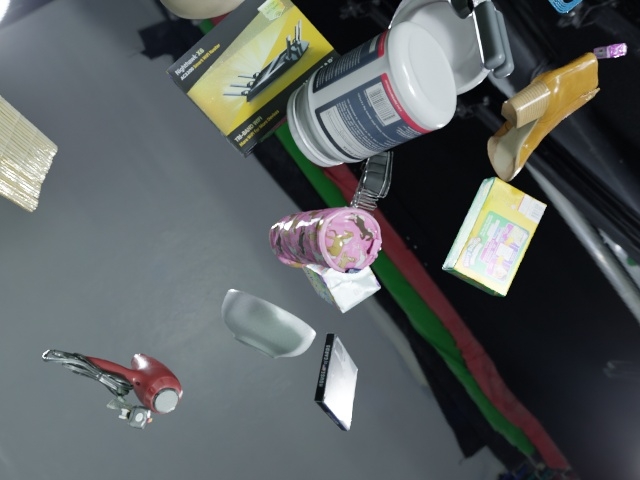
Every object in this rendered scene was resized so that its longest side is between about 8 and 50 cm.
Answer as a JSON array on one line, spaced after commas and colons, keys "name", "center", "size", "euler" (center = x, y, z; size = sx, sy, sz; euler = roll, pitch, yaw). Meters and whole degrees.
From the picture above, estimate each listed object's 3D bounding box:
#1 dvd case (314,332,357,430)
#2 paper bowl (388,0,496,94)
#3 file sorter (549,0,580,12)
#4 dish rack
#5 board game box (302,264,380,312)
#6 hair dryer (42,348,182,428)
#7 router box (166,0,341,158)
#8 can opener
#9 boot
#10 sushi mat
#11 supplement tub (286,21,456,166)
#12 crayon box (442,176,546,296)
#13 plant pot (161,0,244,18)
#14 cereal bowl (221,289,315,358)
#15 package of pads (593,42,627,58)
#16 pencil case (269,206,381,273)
[{"name": "dvd case", "center": [0.046, 0.373, 1.429], "size": [0.029, 0.179, 0.239], "euler": [-1, -35, 19]}, {"name": "paper bowl", "center": [0.323, -0.535, 1.438], "size": [0.284, 0.148, 0.284], "euler": [11, -43, 11]}, {"name": "file sorter", "center": [0.572, -0.600, 1.246], "size": [0.104, 0.170, 0.118], "euler": [49, -52, -5]}, {"name": "dish rack", "center": [0.118, -0.103, 1.505], "size": [0.074, 0.208, 0.272], "euler": [19, -55, -2]}, {"name": "board game box", "center": [0.054, 0.107, 1.751], "size": [0.142, 0.144, 0.275], "euler": [60, -11, -13]}, {"name": "hair dryer", "center": [-0.360, 0.245, 1.027], "size": [0.223, 0.080, 0.293], "euler": [36, -8, 5]}, {"name": "router box", "center": [-0.140, -0.375, 1.212], "size": [0.243, 0.309, 0.081], "euler": [46, -3, -4]}, {"name": "can opener", "center": [0.340, -0.454, 1.149], "size": [0.074, 0.280, 0.093], "euler": [20, -38, -39]}, {"name": "boot", "center": [0.484, -0.255, 1.182], "size": [0.104, 0.211, 0.295], "euler": [60, -5, 26]}, {"name": "sushi mat", "center": [-0.568, -0.164, 0.986], "size": [0.019, 0.151, 0.316], "euler": [11, -13, 1]}, {"name": "supplement tub", "center": [0.090, -0.256, 1.008], "size": [0.272, 0.191, 0.191], "euler": [-17, -67, 40]}, {"name": "crayon box", "center": [0.468, -0.009, 1.477], "size": [0.165, 0.278, 0.081], "euler": [27, -5, -7]}, {"name": "plant pot", "center": [-0.340, -0.715, 1.477], "size": [0.191, 0.284, 0.284], "euler": [-30, -81, 37]}, {"name": "cereal bowl", "center": [-0.196, 0.306, 1.876], "size": [0.339, 0.141, 0.339], "euler": [25, -17, 8]}, {"name": "package of pads", "center": [0.759, -0.497, 1.437], "size": [0.083, 0.050, 0.032], "euler": [-80, 160, -74]}, {"name": "pencil case", "center": [0.000, 0.000, 1.402], "size": [0.386, 0.160, 0.167], "euler": [1, -64, 65]}]
